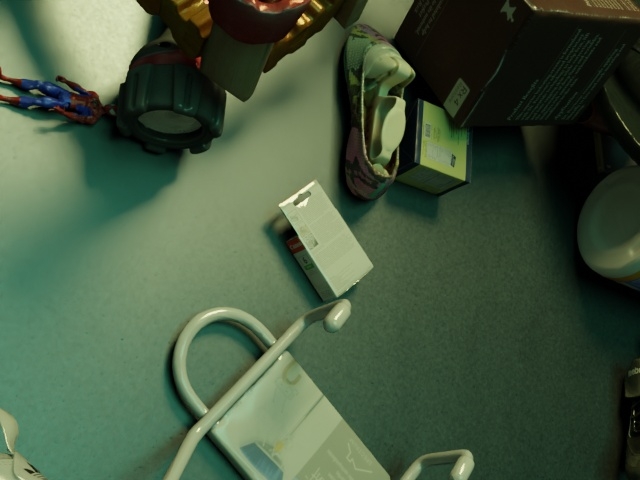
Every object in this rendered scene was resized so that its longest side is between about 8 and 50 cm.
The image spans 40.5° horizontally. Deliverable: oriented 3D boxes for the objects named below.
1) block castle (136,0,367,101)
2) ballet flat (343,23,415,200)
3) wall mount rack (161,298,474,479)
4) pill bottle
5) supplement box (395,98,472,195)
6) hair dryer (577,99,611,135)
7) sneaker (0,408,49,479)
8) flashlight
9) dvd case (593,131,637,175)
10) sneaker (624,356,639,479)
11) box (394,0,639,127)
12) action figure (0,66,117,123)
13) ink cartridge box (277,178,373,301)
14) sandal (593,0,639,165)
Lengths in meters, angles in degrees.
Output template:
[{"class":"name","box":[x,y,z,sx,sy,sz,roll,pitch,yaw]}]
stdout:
[{"class":"block castle","box":[-0.008,-0.372,0.791,0.303,0.213,0.453,46,62,6]},{"class":"ballet flat","box":[0.069,-0.155,0.979,0.076,0.079,0.222,14,69,-29]},{"class":"wall mount rack","box":[-0.019,0.228,0.778,0.350,0.130,0.304,51,56,-9]},{"class":"pill bottle","box":[0.491,0.013,1.166,0.272,0.152,0.152,20,66,-27]},{"class":"supplement box","box":[0.128,-0.108,1.018,0.083,0.056,0.083,17,67,-29]},{"class":"hair dryer","box":[0.459,-0.144,1.155,0.293,0.080,0.224,17,27,-12]},{"class":"sneaker","box":[-0.300,0.282,0.575,0.366,0.137,0.210,-41,75,-13]},{"class":"flashlight","box":[-0.135,-0.240,0.862,0.103,0.103,0.304,-1,70,7]},{"class":"dvd case","box":[0.460,-0.192,1.287,0.164,0.018,0.221,9,71,-31]},{"class":"sneaker","box":[0.426,0.208,1.115,0.106,0.078,0.234,50,52,-8]},{"class":"box","box":[0.236,-0.250,1.032,0.203,0.168,0.167,-5,52,-34]},{"class":"action figure","box":[-0.241,-0.131,0.800,0.115,0.030,0.038,10,67,-33]},{"class":"ink cartridge box","box":[0.000,0.000,0.920,0.063,0.029,0.115,-37,97,-35]},{"class":"sandal","box":[0.429,-0.261,1.118,0.167,0.107,0.446,11,56,-16]}]
